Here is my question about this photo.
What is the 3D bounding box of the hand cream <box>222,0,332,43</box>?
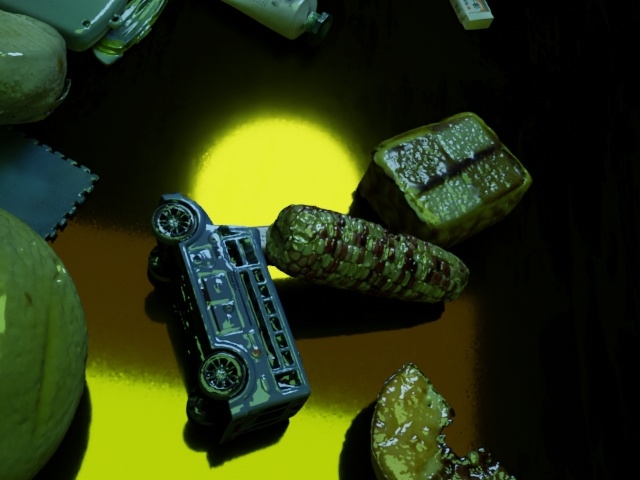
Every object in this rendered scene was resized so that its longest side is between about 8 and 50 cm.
[{"bbox_3d":[-0.134,-0.415,1.287,0.336,0.076,0.121,31,53,12],"label":"hand cream"}]

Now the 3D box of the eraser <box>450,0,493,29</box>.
[{"bbox_3d":[0.256,-0.425,1.407,0.052,0.029,0.122,-10,64,-20],"label":"eraser"}]

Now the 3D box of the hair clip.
[{"bbox_3d":[-0.285,-0.333,1.209,0.060,0.033,0.188,31,64,6],"label":"hair clip"}]

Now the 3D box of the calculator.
[{"bbox_3d":[-0.397,-0.359,1.170,0.246,0.045,0.141,23,61,9],"label":"calculator"}]

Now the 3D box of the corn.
[{"bbox_3d":[0.066,0.023,1.035,0.290,0.098,0.098,13,57,-28],"label":"corn"}]

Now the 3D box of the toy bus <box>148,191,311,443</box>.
[{"bbox_3d":[-0.116,0.081,0.964,0.133,0.125,0.292,-12,66,-22],"label":"toy bus"}]

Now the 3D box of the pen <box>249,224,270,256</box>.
[{"bbox_3d":[0.000,0.000,1.096,0.197,0.032,0.053,-2,61,-14],"label":"pen"}]

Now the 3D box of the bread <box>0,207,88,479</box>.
[{"bbox_3d":[-0.381,0.109,0.776,0.237,0.320,0.320,-4,57,18],"label":"bread"}]

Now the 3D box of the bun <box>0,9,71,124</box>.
[{"bbox_3d":[-0.440,-0.223,1.029,0.239,0.141,0.239,18,25,-9],"label":"bun"}]

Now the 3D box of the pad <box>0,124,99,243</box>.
[{"bbox_3d":[-0.464,-0.052,1.015,0.269,0.012,0.269,30,58,3],"label":"pad"}]

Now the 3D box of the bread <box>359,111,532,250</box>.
[{"bbox_3d":[0.180,-0.088,1.158,0.222,0.096,0.181,-25,73,-26],"label":"bread"}]

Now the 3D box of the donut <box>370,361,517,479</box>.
[{"bbox_3d":[0.129,0.264,0.948,0.141,0.085,0.217,-29,71,-27],"label":"donut"}]
